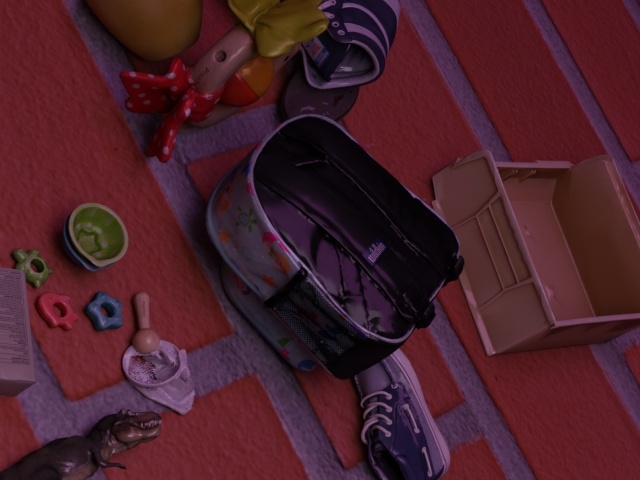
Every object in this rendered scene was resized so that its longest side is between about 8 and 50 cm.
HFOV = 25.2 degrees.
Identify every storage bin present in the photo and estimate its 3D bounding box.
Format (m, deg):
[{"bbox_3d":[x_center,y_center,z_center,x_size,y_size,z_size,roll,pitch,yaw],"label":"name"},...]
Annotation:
[{"bbox_3d":[0.302,0.008,1.880,0.262,0.123,0.260,-2,67,-43],"label":"storage bin"}]

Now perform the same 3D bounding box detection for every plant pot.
[{"bbox_3d":[-0.185,-0.258,1.609,0.134,0.134,0.095,-51,126,-47],"label":"plant pot"}]

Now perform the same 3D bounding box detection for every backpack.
[{"bbox_3d":[0.000,0.000,1.553,0.253,0.191,0.225,48,43,-10],"label":"backpack"}]

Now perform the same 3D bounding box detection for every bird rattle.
[{"bbox_3d":[-0.098,-0.183,1.588,0.143,0.253,0.207,38,3,12],"label":"bird rattle"}]

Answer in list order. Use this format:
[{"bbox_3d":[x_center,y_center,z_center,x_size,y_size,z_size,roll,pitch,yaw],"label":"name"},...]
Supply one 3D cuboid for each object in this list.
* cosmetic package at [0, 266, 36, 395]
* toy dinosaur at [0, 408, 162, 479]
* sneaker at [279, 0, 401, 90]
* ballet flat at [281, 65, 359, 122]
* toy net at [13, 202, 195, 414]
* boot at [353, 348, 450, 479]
[{"bbox_3d":[-0.304,0.084,1.332,0.060,0.041,0.115,12,57,-38],"label":"cosmetic package"},{"bbox_3d":[-0.244,0.233,1.283,0.268,0.064,0.118,-15,69,-44],"label":"toy dinosaur"},{"bbox_3d":[-0.036,-0.283,1.734,0.282,0.099,0.153,21,47,-13],"label":"sneaker"},{"bbox_3d":[0.014,-0.210,1.809,0.084,0.058,0.250,33,48,-6],"label":"ballet flat"},{"bbox_3d":[-0.200,0.079,1.428,0.232,0.045,0.122,54,41,-2],"label":"toy net"},{"bbox_3d":[0.074,0.193,1.590,0.086,0.069,0.190,-27,85,-54],"label":"boot"}]
